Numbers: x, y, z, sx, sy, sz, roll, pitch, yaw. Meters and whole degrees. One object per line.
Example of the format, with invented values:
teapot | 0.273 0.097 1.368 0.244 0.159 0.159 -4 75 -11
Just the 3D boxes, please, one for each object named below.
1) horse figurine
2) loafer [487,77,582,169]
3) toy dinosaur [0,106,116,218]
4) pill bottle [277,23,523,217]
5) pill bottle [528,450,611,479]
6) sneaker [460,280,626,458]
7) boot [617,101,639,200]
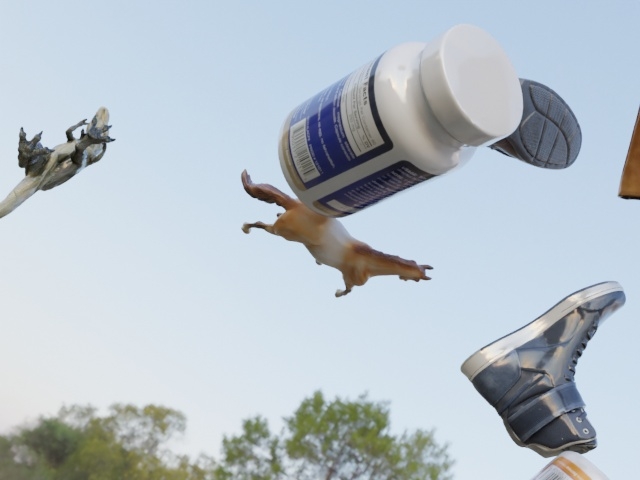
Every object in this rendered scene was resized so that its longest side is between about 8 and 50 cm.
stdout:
horse figurine | 0.000 0.000 1.097 0.263 0.066 0.174 38 -24 -18
loafer | 0.246 -0.180 1.149 0.302 0.109 0.095 17 2 -36
toy dinosaur | -0.300 -0.088 0.912 0.064 0.268 0.118 48 -44 -4
pill bottle | 0.084 -0.130 0.925 0.153 0.153 0.264 45 -38 -21
pill bottle | 0.204 0.318 0.801 0.121 0.216 0.121 51 -7 9
sneaker | 0.306 0.161 0.984 0.163 0.226 0.086 56 -7 28
boot | 0.411 -0.170 0.772 0.096 0.281 0.264 17 -10 -40
